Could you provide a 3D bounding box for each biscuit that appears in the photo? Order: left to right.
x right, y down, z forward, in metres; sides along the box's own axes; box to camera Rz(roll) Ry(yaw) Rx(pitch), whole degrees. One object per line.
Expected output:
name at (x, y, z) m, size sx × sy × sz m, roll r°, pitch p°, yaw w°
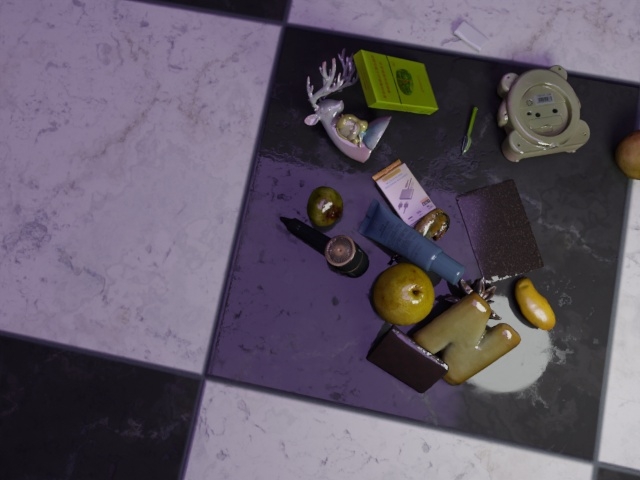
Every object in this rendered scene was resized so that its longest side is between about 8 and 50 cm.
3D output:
biscuit at (0.461, 0.325, 1.471) m, size 0.291 × 0.062 × 0.237 m, roll -42°, pitch 97°, yaw 21°

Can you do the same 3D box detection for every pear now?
pear at (0.271, 0.175, 1.493) m, size 0.209 × 0.209 × 0.208 m, roll 0°, pitch 83°, yaw 2°

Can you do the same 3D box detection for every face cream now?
face cream at (0.296, 0.011, 1.510) m, size 0.385 × 0.086 × 0.135 m, roll 36°, pitch 114°, yaw 28°

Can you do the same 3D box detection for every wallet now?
wallet at (0.285, 0.396, 1.501) m, size 0.229 × 0.049 × 0.182 m, roll 34°, pitch 125°, yaw 6°
wallet at (0.559, -0.753, 1.689) m, size 0.122 × 0.025 × 0.061 m, roll 40°, pitch 84°, yaw 6°

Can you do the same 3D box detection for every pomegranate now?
pomegranate at (1.099, -0.286, 1.531) m, size 0.191 × 0.191 × 0.191 m, roll 0°, pitch 83°, yaw 2°

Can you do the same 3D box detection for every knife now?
knife at (0.540, -0.396, 1.646) m, size 0.026 × 0.022 × 0.184 m, roll 12°, pitch 84°, yaw 29°

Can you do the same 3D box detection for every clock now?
clock at (0.766, -0.448, 1.604) m, size 0.284 × 0.114 × 0.309 m, roll -9°, pitch 80°, yaw 2°

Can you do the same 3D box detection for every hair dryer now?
hair dryer at (0.000, 0.000, 1.574) m, size 0.352 × 0.189 × 0.107 m, roll 31°, pitch 87°, yaw 28°

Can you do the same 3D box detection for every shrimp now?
shrimp at (0.349, 0.007, 1.574) m, size 0.117 × 0.066 × 0.262 m, roll 34°, pitch 101°, yaw -20°

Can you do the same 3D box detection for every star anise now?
star anise at (0.505, 0.231, 1.532) m, size 0.209 × 0.089 × 0.231 m, roll 33°, pitch 88°, yaw -7°

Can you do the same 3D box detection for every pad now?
pad at (0.628, -0.033, 1.604) m, size 0.220 × 0.004 × 0.330 m, roll -15°, pitch 82°, yaw 0°

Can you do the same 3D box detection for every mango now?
mango at (0.716, 0.217, 1.534) m, size 0.098 × 0.075 × 0.190 m, roll -25°, pitch 78°, yaw -17°

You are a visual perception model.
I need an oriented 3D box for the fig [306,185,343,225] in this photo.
fig at (0.016, -0.119, 1.569) m, size 0.121 × 0.153 × 0.135 m, roll 22°, pitch 115°, yaw 13°

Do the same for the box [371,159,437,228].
box at (0.299, -0.159, 1.618) m, size 0.129 × 0.033 × 0.247 m, roll -34°, pitch 83°, yaw -2°

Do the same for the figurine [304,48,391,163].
figurine at (0.093, -0.465, 1.564) m, size 0.316 × 0.206 × 0.284 m, roll 28°, pitch 129°, yaw -6°

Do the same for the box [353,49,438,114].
box at (0.265, -0.535, 1.560) m, size 0.335 × 0.047 × 0.187 m, roll -9°, pitch 79°, yaw -40°
